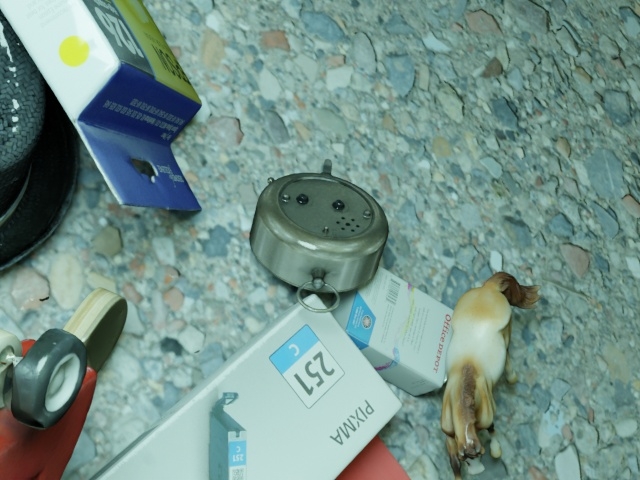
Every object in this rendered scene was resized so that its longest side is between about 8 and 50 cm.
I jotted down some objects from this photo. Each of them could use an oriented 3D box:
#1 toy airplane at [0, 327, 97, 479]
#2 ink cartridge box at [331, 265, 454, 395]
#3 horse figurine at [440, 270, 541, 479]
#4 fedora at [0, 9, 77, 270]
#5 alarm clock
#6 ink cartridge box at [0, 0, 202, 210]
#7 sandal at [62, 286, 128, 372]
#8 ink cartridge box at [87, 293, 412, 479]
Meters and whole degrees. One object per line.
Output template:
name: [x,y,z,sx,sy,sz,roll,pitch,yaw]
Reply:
toy airplane: [-0.287,0.226,0.638,0.385,0.272,0.386,-9,39,-19]
ink cartridge box: [0.071,0.089,1.140,0.122,0.052,0.088,30,55,-20]
horse figurine: [0.160,0.127,1.123,0.174,0.066,0.263,69,33,-51]
fedora: [-0.320,-0.134,0.894,0.334,0.152,0.333,16,61,-30]
alarm clock: [0.000,0.000,1.079,0.129,0.064,0.192,10,41,-8]
ink cartridge box: [-0.184,-0.171,0.949,0.307,0.072,0.303,56,5,2]
sandal: [-0.247,0.123,0.892,0.079,0.088,0.240,22,53,14]
ink cartridge box: [-0.028,0.230,0.994,0.261,0.066,0.296,53,49,-3]
